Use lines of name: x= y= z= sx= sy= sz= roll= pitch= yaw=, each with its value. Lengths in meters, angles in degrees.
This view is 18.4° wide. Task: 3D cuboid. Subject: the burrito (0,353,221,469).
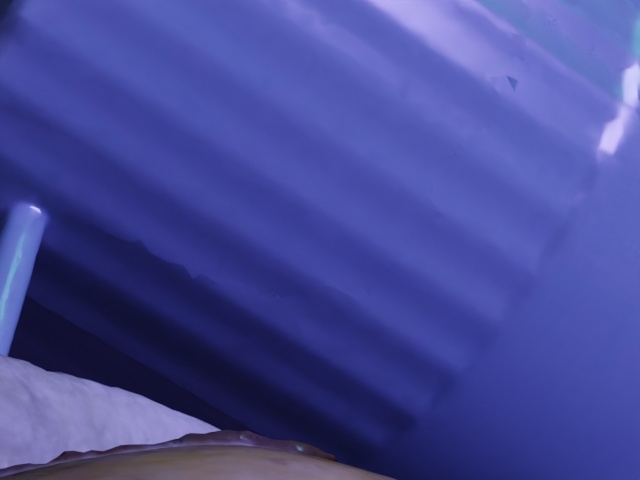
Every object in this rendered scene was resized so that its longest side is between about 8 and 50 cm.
burrito: x=-0.166 y=0.032 z=0.364 sx=0.392 sy=0.076 sz=0.117 roll=26 pitch=61 yaw=-36

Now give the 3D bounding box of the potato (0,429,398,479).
potato: x=0.012 y=0.131 z=0.376 sx=0.243 sy=0.138 sz=0.098 roll=42 pitch=0 yaw=-27

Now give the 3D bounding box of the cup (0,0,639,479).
cup: x=-0.009 y=-0.002 z=0.662 sx=0.311 sy=0.331 sz=0.257 roll=33 pitch=-16 yaw=-25
